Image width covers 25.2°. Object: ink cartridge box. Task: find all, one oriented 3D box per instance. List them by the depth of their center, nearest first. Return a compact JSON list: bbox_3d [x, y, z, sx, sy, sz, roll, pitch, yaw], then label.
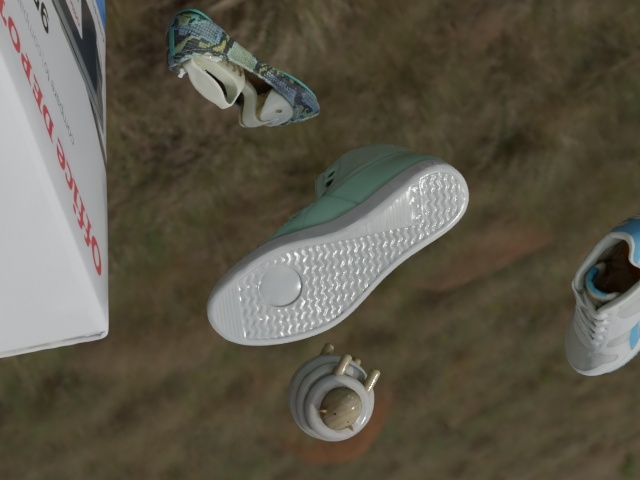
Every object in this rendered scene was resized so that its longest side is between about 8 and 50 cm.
[{"bbox_3d":[-0.249,-0.153,0.928,0.166,0.395,0.285,-10,137,2],"label":"ink cartridge box"}]

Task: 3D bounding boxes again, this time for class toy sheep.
[{"bbox_3d":[0.010,0.149,1.376,0.091,0.091,0.132,-25,-171,-10],"label":"toy sheep"}]

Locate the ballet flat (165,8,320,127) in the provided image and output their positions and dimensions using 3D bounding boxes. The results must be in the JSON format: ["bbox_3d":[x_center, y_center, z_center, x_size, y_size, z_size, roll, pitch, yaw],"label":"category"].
[{"bbox_3d":[-0.075,-0.141,1.330,0.070,0.070,0.188,-36,132,29],"label":"ballet flat"}]

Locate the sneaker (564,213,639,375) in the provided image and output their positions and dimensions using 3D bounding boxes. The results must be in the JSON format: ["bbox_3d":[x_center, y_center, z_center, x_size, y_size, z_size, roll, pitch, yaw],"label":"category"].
[{"bbox_3d":[0.286,0.054,1.417,0.092,0.087,0.228,-14,143,-30],"label":"sneaker"}]

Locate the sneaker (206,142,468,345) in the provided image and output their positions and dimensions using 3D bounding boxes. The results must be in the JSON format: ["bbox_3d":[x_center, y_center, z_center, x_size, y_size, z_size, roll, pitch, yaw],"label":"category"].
[{"bbox_3d":[0.001,0.000,1.308,0.256,0.094,0.151,-31,-158,-8],"label":"sneaker"}]
